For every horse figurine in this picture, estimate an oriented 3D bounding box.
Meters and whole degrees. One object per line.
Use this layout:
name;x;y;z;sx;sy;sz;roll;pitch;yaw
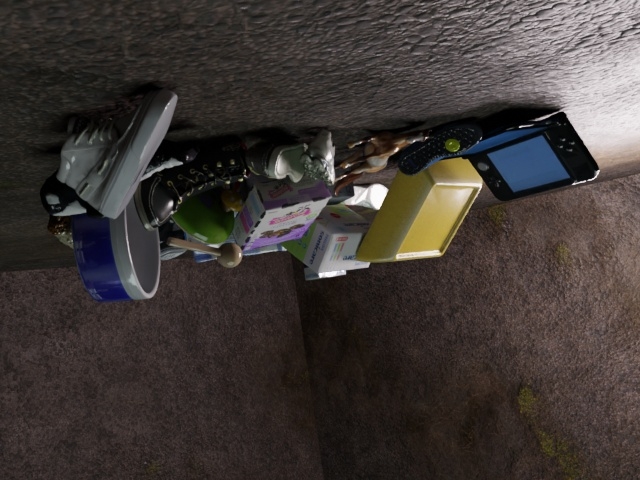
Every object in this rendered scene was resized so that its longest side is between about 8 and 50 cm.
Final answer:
horse figurine;0.101;-0.176;1.347;0.174;0.066;0.263;-21;172;-24

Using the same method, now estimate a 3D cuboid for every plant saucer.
plant saucer;0.283;-0.069;1.663;0.332;0.333;0.081;-4;-143;-46

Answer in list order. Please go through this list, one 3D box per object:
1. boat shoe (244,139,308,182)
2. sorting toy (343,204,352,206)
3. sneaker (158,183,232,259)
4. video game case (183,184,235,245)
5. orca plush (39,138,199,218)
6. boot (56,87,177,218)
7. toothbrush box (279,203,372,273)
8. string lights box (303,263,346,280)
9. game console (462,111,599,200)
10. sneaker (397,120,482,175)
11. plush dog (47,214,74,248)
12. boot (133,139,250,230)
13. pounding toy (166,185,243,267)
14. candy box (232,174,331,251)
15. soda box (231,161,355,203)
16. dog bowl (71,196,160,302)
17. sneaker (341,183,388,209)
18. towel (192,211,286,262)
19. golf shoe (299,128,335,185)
boat shoe;-0.079;-0.160;1.241;0.068;0.081;0.228;15;-172;13
sorting toy;0.066;-0.135;2.074;0.102;0.042;0.061;3;161;5
sneaker;-0.320;-0.086;1.521;0.268;0.153;0.101;-44;-148;-25
video game case;-0.263;-0.070;1.464;0.119;0.166;0.015;-8;-160;-8
orca plush;-0.349;-0.123;1.037;0.287;0.151;0.102;-7;145;19
boot;-0.306;-0.142;0.911;0.258;0.123;0.095;-49;-167;38
toothbrush box;-0.012;-0.037;1.698;0.206;0.122;0.283;-3;-148;-47
string lights box;0.000;0.000;2.184;0.133;0.260;0.076;-3;173;-45
game console;0.424;-0.169;1.441;0.173;0.250;0.293;-48;-162;-29
sneaker;0.259;-0.213;1.372;0.209;0.069;0.082;-25;-159;41
plush dog;-0.544;-0.020;1.563;0.225;0.211;0.262;14;179;8
boot;-0.225;-0.109;1.135;0.178;0.085;0.236;-12;-152;8
pounding toy;-0.223;-0.076;1.314;0.110;0.237;0.183;-38;136;26
candy box;-0.090;-0.061;1.392;0.164;0.070;0.196;-13;160;-29
soda box;-0.065;-0.129;1.521;0.286;0.091;0.098;-6;173;-29
dog bowl;-0.413;-0.007;1.302;0.104;0.265;0.265;-6;175;-1
sneaker;0.121;-0.139;1.961;0.212;0.080;0.094;4;180;-38
towel;-0.245;-0.036;1.829;0.285;0.209;0.034;-7;-144;-2
golf shoe;0.009;-0.164;1.262;0.069;0.086;0.176;24;173;5
